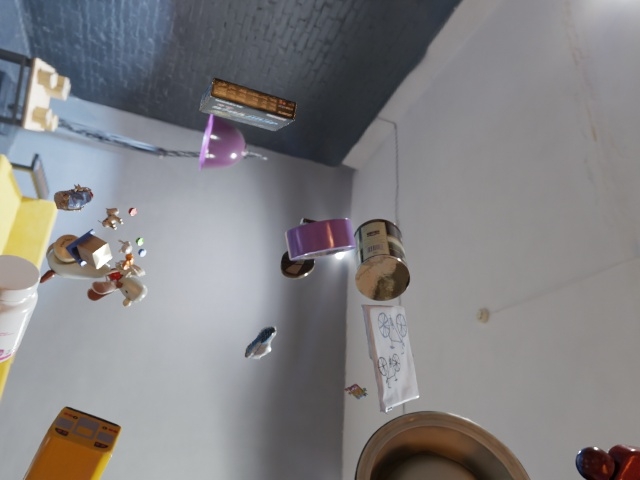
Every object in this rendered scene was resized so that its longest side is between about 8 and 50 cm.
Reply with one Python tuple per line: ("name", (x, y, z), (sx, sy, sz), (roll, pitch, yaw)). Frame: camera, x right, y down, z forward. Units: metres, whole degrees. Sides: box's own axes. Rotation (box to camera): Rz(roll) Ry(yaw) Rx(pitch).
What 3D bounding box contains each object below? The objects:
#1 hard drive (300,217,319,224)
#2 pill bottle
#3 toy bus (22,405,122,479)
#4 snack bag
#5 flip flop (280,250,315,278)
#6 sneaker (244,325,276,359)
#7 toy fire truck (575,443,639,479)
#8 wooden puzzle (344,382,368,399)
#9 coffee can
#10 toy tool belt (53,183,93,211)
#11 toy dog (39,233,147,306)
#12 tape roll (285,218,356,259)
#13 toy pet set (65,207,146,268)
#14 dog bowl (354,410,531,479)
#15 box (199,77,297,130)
("hard drive", (-0.011, -0.063, 1.977), (0.094, 0.135, 0.022), (159, -55, -81))
("pill bottle", (-0.867, 0.185, 1.310), (0.283, 0.160, 0.160), (-56, -154, 24))
("toy bus", (-0.450, 0.447, 0.799), (0.332, 0.108, 0.130), (-63, -165, 1))
("snack bag", (0.240, 0.385, 1.643), (0.037, 0.323, 0.342), (-16, -105, 28))
("flip flop", (-0.081, 0.072, 1.656), (0.277, 0.112, 0.080), (-90, -162, -70))
("sneaker", (-0.236, 0.435, 2.059), (0.190, 0.083, 0.071), (-47, -147, 23))
("toy fire truck", (0.437, 0.428, 0.678), (0.302, 0.254, 0.169), (-53, -177, -10))
("wooden puzzle", (0.106, 0.441, 1.422), (0.083, 0.049, 0.006), (-44, -177, 47))
("coffee can", (0.228, 0.070, 1.872), (0.275, 0.202, 0.201), (-86, -164, -58))
("toy tool belt", (-0.483, -0.087, 0.974), (0.051, 0.083, 0.052), (-11, -80, 36))
("toy dog", (-0.729, 0.121, 1.530), (0.161, 0.334, 0.220), (-65, -176, -28))
("tape roll", (0.000, 0.000, 1.361), (0.189, 0.189, 0.080), (151, -70, -67))
("toy pet set", (-0.387, 0.001, 0.878), (0.114, 0.065, 0.122), (-49, 157, -42))
("dog bowl", (0.271, 0.610, 1.109), (0.408, 0.408, 0.150), (-100, -168, -49))
("box", (-0.193, -0.350, 1.278), (0.175, 0.220, 0.051), (-173, -86, -67))
